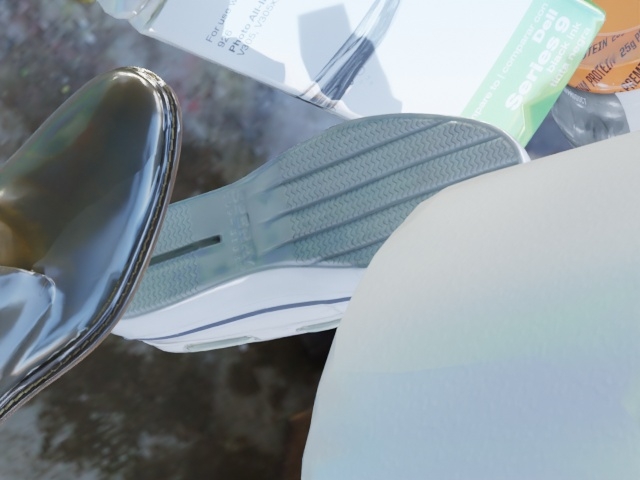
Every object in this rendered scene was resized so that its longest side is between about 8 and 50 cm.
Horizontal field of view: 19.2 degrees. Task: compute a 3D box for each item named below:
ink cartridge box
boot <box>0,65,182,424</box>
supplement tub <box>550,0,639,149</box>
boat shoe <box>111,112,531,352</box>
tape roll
[{"bbox_3d":[-0.016,-0.163,1.015,0.289,0.121,0.211,19,20,-48],"label":"ink cartridge box"},{"bbox_3d":[-0.132,0.012,0.721,0.082,0.106,0.219,29,79,19],"label":"boot"},{"bbox_3d":[0.280,-0.084,1.307,0.316,0.193,0.193,46,50,-41],"label":"supplement tub"},{"bbox_3d":[0.000,0.000,0.890,0.076,0.226,0.083,41,42,-56],"label":"boat shoe"},{"bbox_3d":[0.118,0.107,0.511,0.286,0.100,0.286,25,57,-47],"label":"tape roll"}]
